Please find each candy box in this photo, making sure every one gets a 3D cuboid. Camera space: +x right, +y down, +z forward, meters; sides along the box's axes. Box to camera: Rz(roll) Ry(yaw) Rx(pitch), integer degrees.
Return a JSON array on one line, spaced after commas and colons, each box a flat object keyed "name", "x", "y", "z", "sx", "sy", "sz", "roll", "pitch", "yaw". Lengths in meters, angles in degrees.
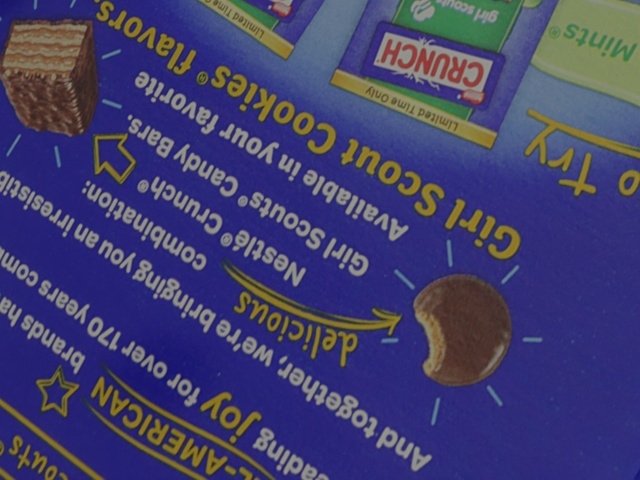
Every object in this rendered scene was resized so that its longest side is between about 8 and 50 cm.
[{"name": "candy box", "x": 0.000, "y": 0.000, "z": 0.468, "sx": 0.268, "sy": 0.122, "sz": 0.317, "roll": 32, "pitch": -87, "yaw": 28}]
